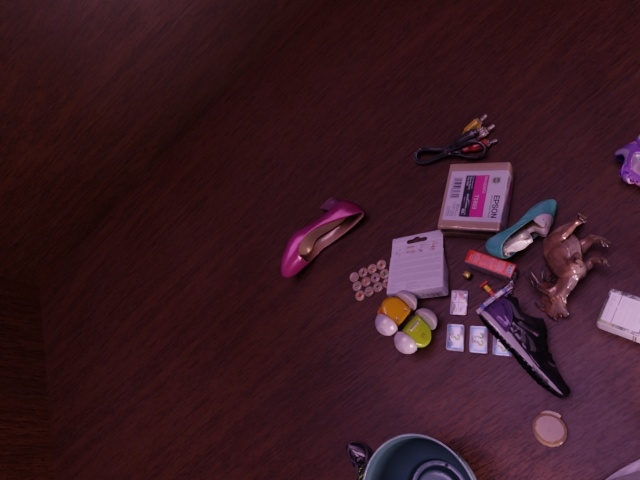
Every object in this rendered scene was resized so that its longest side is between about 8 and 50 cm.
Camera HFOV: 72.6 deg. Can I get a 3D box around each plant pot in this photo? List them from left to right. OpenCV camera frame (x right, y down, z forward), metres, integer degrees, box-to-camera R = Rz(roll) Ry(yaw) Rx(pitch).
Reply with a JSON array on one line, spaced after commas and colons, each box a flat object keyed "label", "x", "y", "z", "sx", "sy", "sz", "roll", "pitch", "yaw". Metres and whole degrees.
[{"label": "plant pot", "x": 0.276, "y": 0.651, "z": 1.104, "sx": 0.293, "sy": 0.196, "sz": 0.293, "roll": -14, "pitch": 62, "yaw": 28}]

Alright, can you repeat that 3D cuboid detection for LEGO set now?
[{"label": "LEGO set", "x": 0.465, "y": 0.204, "z": 1.275, "sx": 0.182, "sy": 0.060, "sz": 0.244, "roll": -1, "pitch": 68, "yaw": 30}]

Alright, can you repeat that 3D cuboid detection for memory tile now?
[{"label": "memory tile", "x": 0.176, "y": 0.139, "z": 1.524, "sx": 0.148, "sy": 0.012, "sz": 0.113, "roll": -27, "pitch": 56, "yaw": 22}]

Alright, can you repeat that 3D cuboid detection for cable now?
[{"label": "cable", "x": 0.472, "y": -0.316, "z": 1.526, "sx": 0.287, "sy": 0.072, "sz": 0.140, "roll": -26, "pitch": 73, "yaw": 36}]

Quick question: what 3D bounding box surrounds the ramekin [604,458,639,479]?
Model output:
[{"label": "ramekin", "x": 0.687, "y": 0.527, "z": 0.854, "sx": 0.273, "sy": 0.273, "sz": 0.127, "roll": -38, "pitch": 65, "yaw": 13}]

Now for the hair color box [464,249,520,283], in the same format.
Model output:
[{"label": "hair color box", "x": 0.508, "y": 0.077, "z": 1.292, "sx": 0.141, "sy": 0.072, "sz": 0.043, "roll": 23, "pitch": 83, "yaw": 38}]

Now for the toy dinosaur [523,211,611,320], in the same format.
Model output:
[{"label": "toy dinosaur", "x": 0.653, "y": 0.048, "z": 1.188, "sx": 0.200, "sy": 0.127, "sz": 0.296, "roll": -42, "pitch": 24, "yaw": 56}]

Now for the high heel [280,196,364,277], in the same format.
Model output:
[{"label": "high heel", "x": 0.000, "y": 0.000, "z": 1.625, "sx": 0.181, "sy": 0.127, "sz": 0.377, "roll": 27, "pitch": 82, "yaw": 49}]

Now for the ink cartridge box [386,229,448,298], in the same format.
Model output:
[{"label": "ink cartridge box", "x": 0.324, "y": 0.084, "z": 1.440, "sx": 0.189, "sy": 0.066, "sz": 0.232, "roll": -12, "pitch": 42, "yaw": 29}]

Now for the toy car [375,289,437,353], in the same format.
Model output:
[{"label": "toy car", "x": 0.253, "y": 0.259, "z": 1.341, "sx": 0.182, "sy": 0.136, "sz": 0.159, "roll": 42, "pitch": 62, "yaw": 12}]

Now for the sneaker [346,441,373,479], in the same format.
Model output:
[{"label": "sneaker", "x": 0.133, "y": 0.673, "z": 1.265, "sx": 0.067, "sy": 0.078, "sz": 0.188, "roll": -43, "pitch": 51, "yaw": 10}]

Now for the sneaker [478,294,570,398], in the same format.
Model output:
[{"label": "sneaker", "x": 0.560, "y": 0.266, "z": 1.139, "sx": 0.124, "sy": 0.107, "sz": 0.283, "roll": -38, "pitch": 65, "yaw": 2}]

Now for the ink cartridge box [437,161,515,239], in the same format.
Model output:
[{"label": "ink cartridge box", "x": 0.496, "y": -0.126, "z": 1.384, "sx": 0.193, "sy": 0.088, "sz": 0.235, "roll": 3, "pitch": 70, "yaw": 36}]

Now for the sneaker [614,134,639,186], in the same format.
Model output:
[{"label": "sneaker", "x": 0.866, "y": -0.175, "z": 1.162, "sx": 0.104, "sy": 0.095, "sz": 0.237, "roll": -24, "pitch": 52, "yaw": 31}]

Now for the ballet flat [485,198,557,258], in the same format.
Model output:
[{"label": "ballet flat", "x": 0.596, "y": -0.023, "z": 1.249, "sx": 0.247, "sy": 0.083, "sz": 0.087, "roll": -35, "pitch": 30, "yaw": 1}]

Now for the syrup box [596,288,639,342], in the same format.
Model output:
[{"label": "syrup box", "x": 0.798, "y": 0.206, "z": 1.023, "sx": 0.236, "sy": 0.096, "sz": 0.093, "roll": 22, "pitch": 84, "yaw": 38}]

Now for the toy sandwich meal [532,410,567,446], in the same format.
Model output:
[{"label": "toy sandwich meal", "x": 0.576, "y": 0.472, "z": 1.095, "sx": 0.085, "sy": 0.029, "sz": 0.086, "roll": -11, "pitch": 68, "yaw": 29}]
